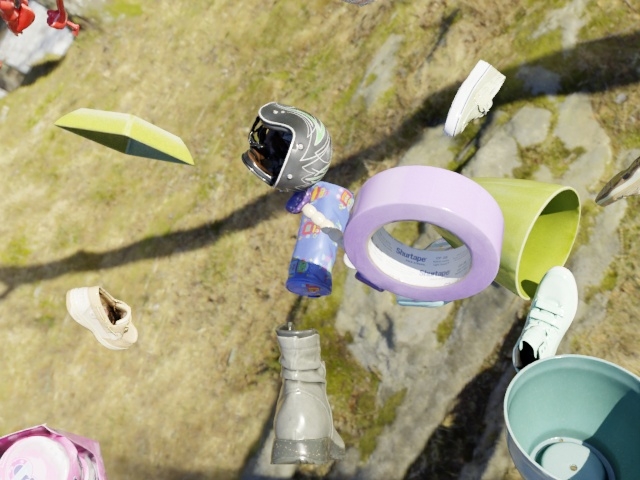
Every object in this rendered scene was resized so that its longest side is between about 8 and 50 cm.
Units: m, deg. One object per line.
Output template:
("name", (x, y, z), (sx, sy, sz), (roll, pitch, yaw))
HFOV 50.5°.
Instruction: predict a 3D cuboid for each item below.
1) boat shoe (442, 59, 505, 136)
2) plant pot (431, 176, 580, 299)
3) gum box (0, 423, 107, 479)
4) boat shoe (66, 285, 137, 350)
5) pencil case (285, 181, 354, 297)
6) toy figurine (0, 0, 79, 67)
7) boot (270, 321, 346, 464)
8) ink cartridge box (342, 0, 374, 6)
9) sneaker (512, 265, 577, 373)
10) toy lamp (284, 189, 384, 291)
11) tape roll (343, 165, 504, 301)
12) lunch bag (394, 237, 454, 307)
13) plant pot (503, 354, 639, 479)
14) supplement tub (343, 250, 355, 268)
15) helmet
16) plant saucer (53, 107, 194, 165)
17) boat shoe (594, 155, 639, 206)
("boat shoe", (0.430, -0.392, 1.883), (0.094, 0.109, 0.302), (26, 59, 11))
("plant pot", (0.416, -0.042, 1.622), (0.293, 0.275, 0.275), (27, 90, 38))
("gum box", (-0.263, 0.206, 0.521), (0.188, 0.107, 0.062), (-21, 67, -4))
("boat shoe", (-0.322, 0.121, 1.048), (0.059, 0.170, 0.063), (-18, 58, 8))
("pencil case", (0.000, 0.000, 1.735), (0.119, 0.133, 0.306), (1, 63, 27))
("toy figurine", (-0.481, -0.290, 0.742), (0.362, 0.191, 0.217), (-27, 81, -7))
("boot", (-0.012, 0.188, 0.836), (0.083, 0.246, 0.161), (-1, 74, 4))
("ink cartridge box", (0.025, -0.457, 1.169), (0.109, 0.150, 0.063), (-128, 52, -73))
("sneaker", (0.497, 0.184, 1.498), (0.094, 0.151, 0.256), (16, 97, 27))
("toy lamp", (0.045, 0.001, 1.434), (0.274, 0.080, 0.080), (44, 106, 12))
("tape roll", (0.183, -0.005, 1.210), (0.275, 0.275, 0.090), (-18, 40, 40))
("lunch bag", (0.334, 0.082, 1.872), (0.224, 0.279, 0.108), (-10, 108, 54))
("plant pot", (0.489, 0.392, 1.284), (0.293, 0.196, 0.293), (-3, 39, 3))
("supplement tub", (0.107, 0.022, 1.920), (0.071, 0.071, 0.107), (-27, 31, 35))
("helmet", (-0.056, -0.174, 1.307), (0.161, 0.169, 0.169), (38, 101, 14))
("plant saucer", (-0.351, -0.194, 1.241), (0.188, 0.188, 0.045), (12, 85, 29))
("boat shoe", (0.702, -0.122, 1.528), (0.068, 0.072, 0.190), (-54, 0, -32))
